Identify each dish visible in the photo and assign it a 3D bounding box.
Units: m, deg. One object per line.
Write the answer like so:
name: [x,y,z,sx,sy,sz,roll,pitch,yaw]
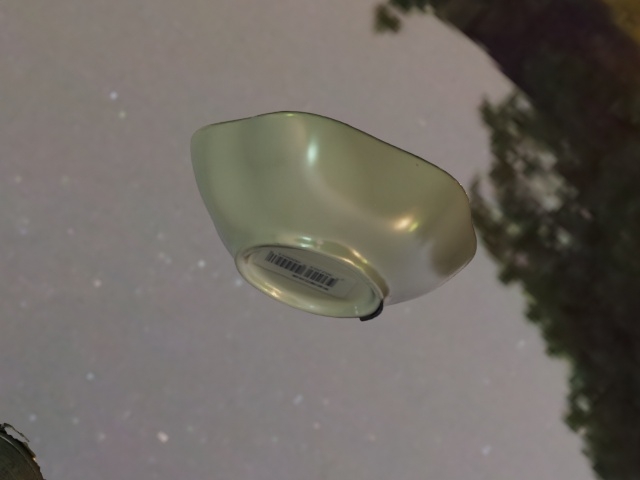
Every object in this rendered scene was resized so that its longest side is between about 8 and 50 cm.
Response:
dish: [0.000,0.000,0.926,0.191,0.066,0.190,15,154,7]

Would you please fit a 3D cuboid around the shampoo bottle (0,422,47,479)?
shampoo bottle: [-0.222,0.173,0.767,0.072,0.072,0.214,41,-144,3]
